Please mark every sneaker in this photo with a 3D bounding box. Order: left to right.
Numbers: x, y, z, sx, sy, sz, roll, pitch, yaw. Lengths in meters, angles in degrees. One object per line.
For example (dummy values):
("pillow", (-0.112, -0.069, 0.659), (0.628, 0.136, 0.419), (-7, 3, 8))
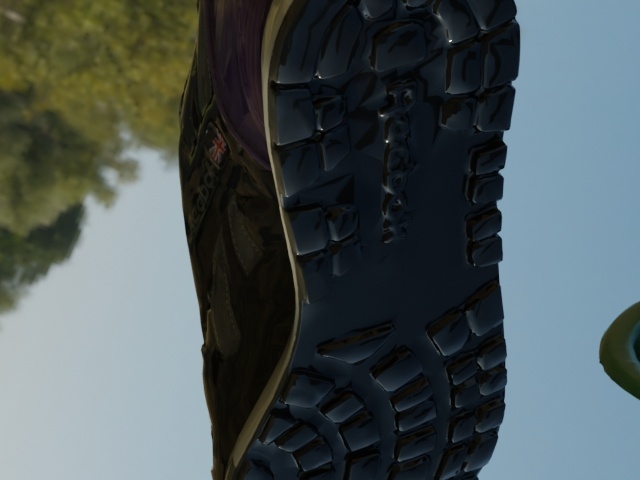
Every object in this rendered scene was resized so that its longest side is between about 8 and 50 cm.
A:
("sneaker", (0.000, 0.000, 0.561), (0.124, 0.107, 0.283), (-128, -143, -49))

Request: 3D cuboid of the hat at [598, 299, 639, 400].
("hat", (0.246, 0.139, 0.804), (0.208, 0.173, 0.184), (25, -53, 50))
